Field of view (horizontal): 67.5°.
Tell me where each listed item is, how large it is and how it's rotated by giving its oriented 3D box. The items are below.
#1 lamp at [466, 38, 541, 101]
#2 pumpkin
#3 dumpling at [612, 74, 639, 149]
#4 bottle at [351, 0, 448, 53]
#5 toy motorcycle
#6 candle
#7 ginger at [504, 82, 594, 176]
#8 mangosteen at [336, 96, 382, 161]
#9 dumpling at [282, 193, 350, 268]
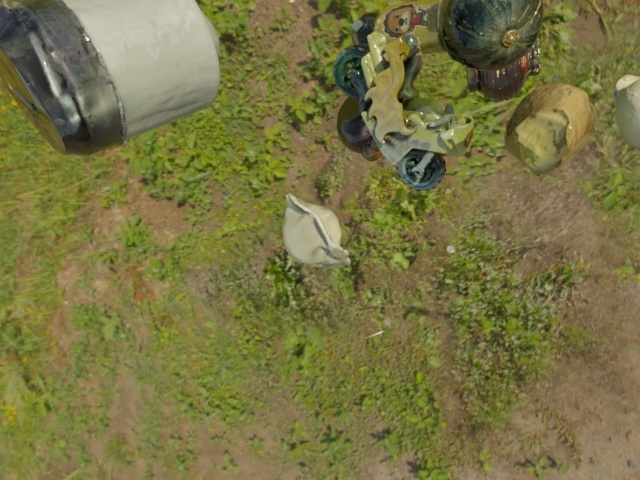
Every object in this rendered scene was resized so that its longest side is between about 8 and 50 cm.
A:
[{"bbox_3d":[0.574,-0.560,1.511,0.247,0.247,0.246,5,100,31],"label":"lamp"},{"bbox_3d":[0.317,-0.406,0.888,0.190,0.190,0.146,-47,29,29],"label":"pumpkin"},{"bbox_3d":[0.733,-0.278,1.007,0.193,0.147,0.258,-18,50,8],"label":"dumpling"},{"bbox_3d":[0.266,-0.705,1.613,0.351,0.172,0.171,7,101,34],"label":"bottle"},{"bbox_3d":[0.208,-0.316,1.161,0.237,0.168,0.410,-28,105,40],"label":"toy motorcycle"},{"bbox_3d":[-0.287,-0.277,0.731,0.221,0.343,0.221,36,145,30],"label":"candle"},{"bbox_3d":[0.404,-0.196,0.857,0.138,0.267,0.152,40,106,13],"label":"ginger"},{"bbox_3d":[0.199,-0.437,1.784,0.288,0.233,0.287,-26,45,28],"label":"mangosteen"},{"bbox_3d":[0.000,0.000,0.966,0.151,0.229,0.124,32,73,31],"label":"dumpling"}]
